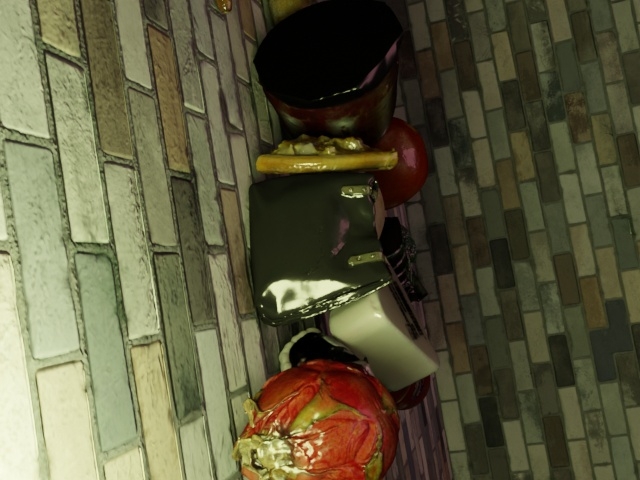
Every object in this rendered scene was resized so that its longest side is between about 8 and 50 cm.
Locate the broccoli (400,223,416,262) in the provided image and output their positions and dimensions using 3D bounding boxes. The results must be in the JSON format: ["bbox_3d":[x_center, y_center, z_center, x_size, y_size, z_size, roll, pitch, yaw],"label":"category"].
[{"bbox_3d":[0.175,0.037,2.241,0.270,0.269,0.270,161,-81,-73],"label":"broccoli"}]

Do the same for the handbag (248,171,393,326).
[{"bbox_3d":[0.000,0.000,1.484,0.152,0.287,0.343,50,32,-61],"label":"handbag"}]

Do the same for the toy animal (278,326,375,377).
[{"bbox_3d":[0.009,0.308,1.538,0.208,0.156,0.204,30,-32,46],"label":"toy animal"}]

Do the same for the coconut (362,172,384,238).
[{"bbox_3d":[0.037,-0.066,1.749,0.247,0.244,0.245,-66,143,-64],"label":"coconut"}]

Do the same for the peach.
[{"bbox_3d":[0.178,-0.236,2.234,0.308,0.332,0.308,53,-24,36],"label":"peach"}]

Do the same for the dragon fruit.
[{"bbox_3d":[0.003,0.352,1.286,0.342,0.277,0.278,-7,86,-69],"label":"dragon fruit"}]

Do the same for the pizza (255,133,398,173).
[{"bbox_3d":[0.012,-0.203,1.636,0.223,0.323,0.090,-103,-168,-76],"label":"pizza"}]

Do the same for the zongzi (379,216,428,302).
[{"bbox_3d":[0.159,0.052,1.944,0.362,0.319,0.384,-5,-70,65],"label":"zongzi"}]

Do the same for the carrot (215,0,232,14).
[{"bbox_3d":[-0.225,-0.581,1.545,0.035,0.035,0.165,-8,85,-75],"label":"carrot"}]

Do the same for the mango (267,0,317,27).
[{"bbox_3d":[-0.067,-0.631,1.944,0.193,0.146,0.317,-75,145,-73],"label":"mango"}]

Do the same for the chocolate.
[{"bbox_3d":[0.043,-0.377,1.788,0.331,0.383,0.384,67,20,-49],"label":"chocolate"}]

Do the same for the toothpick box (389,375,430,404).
[{"bbox_3d":[0.211,0.413,2.125,0.333,0.204,0.204,40,42,-68],"label":"toothpick box"}]

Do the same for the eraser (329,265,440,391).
[{"bbox_3d":[0.163,0.224,1.727,0.331,0.149,0.331,55,17,-25],"label":"eraser"}]
